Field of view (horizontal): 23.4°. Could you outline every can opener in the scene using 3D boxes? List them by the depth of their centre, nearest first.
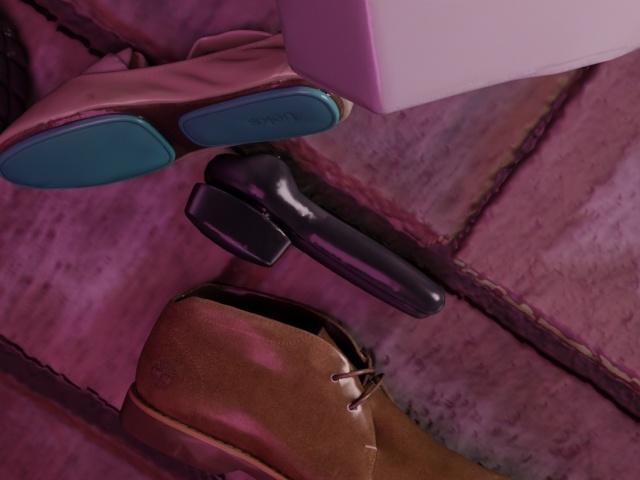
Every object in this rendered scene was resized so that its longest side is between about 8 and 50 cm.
[{"bbox_3d":[0.000,0.000,1.031,0.186,0.059,0.073,29,87,-11],"label":"can opener"}]

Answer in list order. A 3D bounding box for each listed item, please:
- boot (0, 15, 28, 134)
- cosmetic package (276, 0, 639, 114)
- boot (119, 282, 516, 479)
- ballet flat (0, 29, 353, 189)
[{"bbox_3d":[-0.380,-0.134,1.015,0.338,0.118,0.222,25,154,-32],"label":"boot"},{"bbox_3d":[0.067,-0.317,0.792,0.230,0.161,0.453,-16,109,-15],"label":"cosmetic package"},{"bbox_3d":[0.019,0.124,1.051,0.305,0.112,0.115,21,103,5],"label":"boot"},{"bbox_3d":[-0.096,-0.092,1.004,0.248,0.086,0.086,-9,109,13],"label":"ballet flat"}]
